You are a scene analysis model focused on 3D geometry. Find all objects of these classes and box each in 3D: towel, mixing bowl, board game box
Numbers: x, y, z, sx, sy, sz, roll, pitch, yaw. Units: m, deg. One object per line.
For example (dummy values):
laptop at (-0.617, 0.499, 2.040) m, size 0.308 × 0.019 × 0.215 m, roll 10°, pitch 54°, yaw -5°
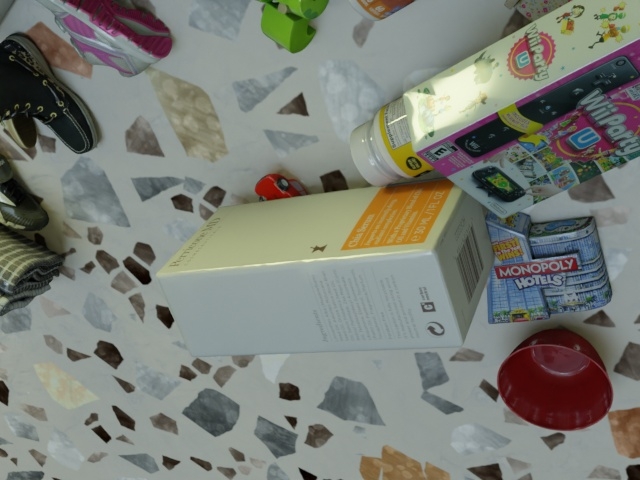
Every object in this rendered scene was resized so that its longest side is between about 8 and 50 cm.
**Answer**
towel at (-0.632, 0.026, 1.643) m, size 0.235 × 0.284 × 0.121 m, roll 27°, pitch 96°, yaw -2°
mixing bowl at (0.388, 0.212, 1.420) m, size 0.181 × 0.098 × 0.181 m, roll 12°, pitch 127°, yaw 16°
board game box at (0.333, 0.030, 1.345) m, size 0.194 × 0.060 × 0.194 m, roll -9°, pitch 119°, yaw 28°
board game box at (0.291, -0.162, 1.059) m, size 0.303 × 0.097 × 0.224 m, roll -27°, pitch 144°, yaw 30°

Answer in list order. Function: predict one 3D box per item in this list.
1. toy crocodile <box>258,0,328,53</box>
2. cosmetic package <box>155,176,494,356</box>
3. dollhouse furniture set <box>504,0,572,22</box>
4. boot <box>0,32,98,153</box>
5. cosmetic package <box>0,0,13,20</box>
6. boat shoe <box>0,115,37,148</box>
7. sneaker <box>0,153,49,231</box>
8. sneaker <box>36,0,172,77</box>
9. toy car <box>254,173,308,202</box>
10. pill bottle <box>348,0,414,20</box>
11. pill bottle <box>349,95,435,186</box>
toy crocodile at (-0.030, -0.418, 1.175) m, size 0.115 × 0.105 × 0.340 m, roll 27°, pitch 127°, yaw 32°
cosmetic package at (0.009, 0.042, 1.317) m, size 0.453 × 0.230 × 0.161 m, roll -7°, pitch 118°, yaw 27°
dollhouse furniture set at (0.307, -0.320, 1.044) m, size 0.303 × 0.174 × 0.355 m, roll 35°, pitch 129°, yaw -2°
boot at (-0.500, -0.217, 1.463) m, size 0.085 × 0.178 × 0.236 m, roll -23°, pitch 110°, yaw 34°
cosmetic package at (-0.553, -0.476, 1.323) m, size 0.217 × 0.156 × 0.385 m, roll 46°, pitch 127°, yaw -7°
boat shoe at (-0.561, -0.228, 1.570) m, size 0.045 × 0.050 × 0.135 m, roll -12°, pitch 106°, yaw 34°
sneaker at (-0.616, -0.109, 1.654) m, size 0.234 × 0.078 × 0.106 m, roll 36°, pitch 131°, yaw -1°
sneaker at (-0.365, -0.339, 1.359) m, size 0.252 × 0.103 × 0.111 m, roll 36°, pitch 134°, yaw -15°
toy car at (0.000, 0.000, 1.475) m, size 0.239 × 0.053 × 0.225 m, roll 18°, pitch 128°, yaw 13°
pill bottle at (0.130, -0.382, 1.112) m, size 0.216 × 0.121 × 0.121 m, roll -23°, pitch 111°, yaw 34°
pill bottle at (0.152, -0.161, 1.256) m, size 0.208 × 0.119 × 0.119 m, roll -24°, pitch 110°, yaw 35°
